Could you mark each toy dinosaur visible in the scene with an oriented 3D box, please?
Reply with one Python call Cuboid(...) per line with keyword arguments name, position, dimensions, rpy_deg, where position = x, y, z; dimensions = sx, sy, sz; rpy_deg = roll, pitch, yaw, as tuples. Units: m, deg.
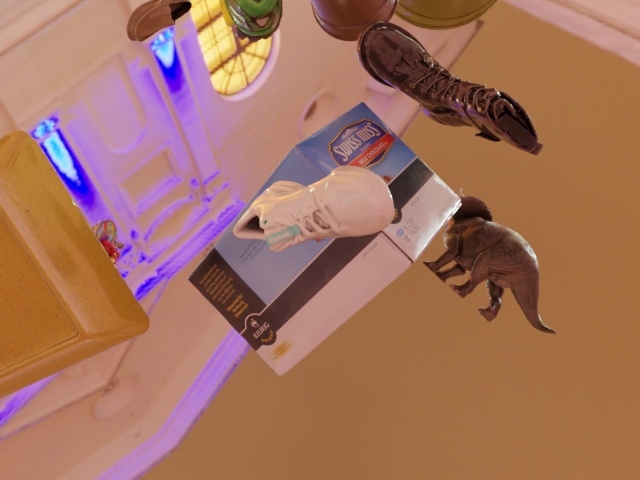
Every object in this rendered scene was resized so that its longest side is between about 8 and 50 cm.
Cuboid(name="toy dinosaur", position=(0.277, 0.028, 1.129), dimensions=(0.160, 0.121, 0.313), rpy_deg=(-49, -133, 3))

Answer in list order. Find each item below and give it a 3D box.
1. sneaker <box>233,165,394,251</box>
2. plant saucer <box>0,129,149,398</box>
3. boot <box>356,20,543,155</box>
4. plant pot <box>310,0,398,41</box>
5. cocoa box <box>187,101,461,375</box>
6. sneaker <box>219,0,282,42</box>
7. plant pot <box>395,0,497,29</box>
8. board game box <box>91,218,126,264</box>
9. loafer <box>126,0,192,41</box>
Cuboid(name="sneaker", position=(-0.014, -0.021, 0.721), dimensions=(0.094, 0.080, 0.212), rpy_deg=(-36, -161, -33))
Cuboid(name="plant saucer", position=(-0.464, 0.067, 0.937), dimensions=(0.332, 0.333, 0.081), rpy_deg=(-25, -164, 10))
Cuboid(name="boot", position=(0.196, -0.229, 1.013), dimensions=(0.091, 0.263, 0.229), rpy_deg=(-57, -150, 6))
Cuboid(name="plant pot", position=(0.039, -0.454, 1.171), dimensions=(0.167, 0.165, 0.167), rpy_deg=(-2, -96, 17))
Cuboid(name="cocoa box", position=(0.000, 0.000, 1.071), dimensions=(0.228, 0.347, 0.231), rpy_deg=(46, -141, 2))
Cuboid(name="sneaker", position=(-0.123, -0.506, 1.086), dimensions=(0.134, 0.146, 0.344), rpy_deg=(-17, -86, -11))
Cuboid(name="plant pot", position=(0.296, -0.686, 1.512), dimensions=(0.366, 0.353, 0.367), rpy_deg=(0, -83, 0))
Cuboid(name="board game box", position=(-0.414, 0.043, 1.283), dimensions=(0.033, 0.133, 0.169), rpy_deg=(19, -102, 7))
Cuboid(name="loafer", position=(-0.302, -0.425, 1.281), dimensions=(0.050, 0.056, 0.148), rpy_deg=(36, -106, 23))
